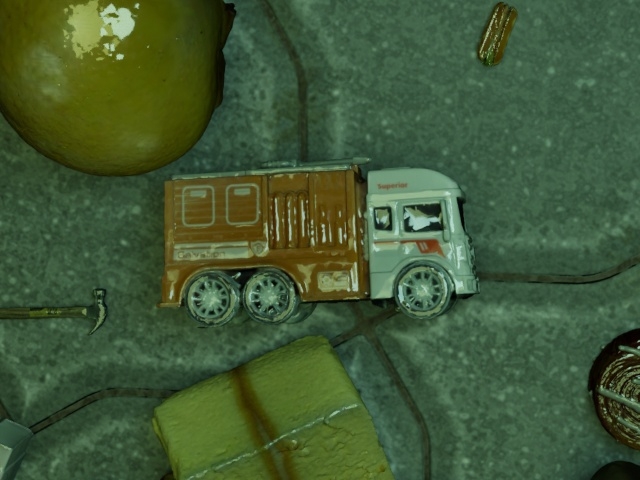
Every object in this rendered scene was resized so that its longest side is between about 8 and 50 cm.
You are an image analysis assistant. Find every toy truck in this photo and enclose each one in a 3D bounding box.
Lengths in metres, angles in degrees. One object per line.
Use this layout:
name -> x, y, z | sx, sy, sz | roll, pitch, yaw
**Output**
toy truck -> 0.000, 0.000, 1.597 | 0.388, 0.173, 0.206 | -3, 87, 8

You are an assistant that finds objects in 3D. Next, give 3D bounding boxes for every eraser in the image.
eraser -> -0.459, 0.355, 1.717 | 0.052, 0.095, 0.225 | 24, 98, 2

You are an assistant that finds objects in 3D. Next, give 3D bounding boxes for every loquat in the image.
loquat -> -0.279, -0.238, 1.515 | 0.360, 0.328, 0.328 | -6, 96, -8

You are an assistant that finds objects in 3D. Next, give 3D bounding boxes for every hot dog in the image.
hot dog -> 0.222, -0.259, 1.621 | 0.037, 0.021, 0.083 | 21, 95, -18

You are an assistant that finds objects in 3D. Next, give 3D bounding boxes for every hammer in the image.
hammer -> -0.373, 0.099, 1.721 | 0.182, 0.017, 0.062 | -3, 96, 7

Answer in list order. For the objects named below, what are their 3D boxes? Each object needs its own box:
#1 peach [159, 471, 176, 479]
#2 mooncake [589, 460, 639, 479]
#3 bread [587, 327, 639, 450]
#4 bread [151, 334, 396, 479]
peach -> -0.178, 0.337, 1.711 | 0.083, 0.050, 0.077 | -31, 106, 4
mooncake -> 0.417, 0.399, 1.543 | 0.284, 0.284, 0.155 | 34, 99, 1
bread -> 0.421, 0.188, 1.625 | 0.160, 0.073, 0.160 | 1, 96, 5
bread -> -0.056, 0.280, 1.666 | 0.263, 0.198, 0.236 | -24, 126, -1
